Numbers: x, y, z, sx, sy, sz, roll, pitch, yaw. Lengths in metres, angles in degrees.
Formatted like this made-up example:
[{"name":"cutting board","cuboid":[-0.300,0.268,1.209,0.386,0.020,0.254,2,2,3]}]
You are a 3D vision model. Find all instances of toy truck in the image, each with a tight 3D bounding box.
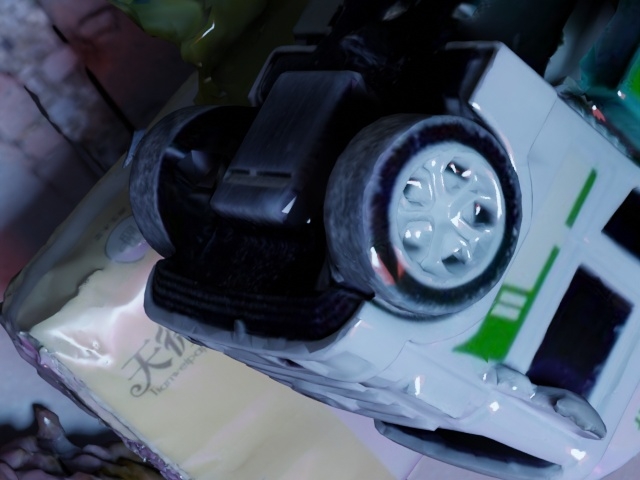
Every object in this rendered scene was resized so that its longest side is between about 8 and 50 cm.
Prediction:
[{"name":"toy truck","cuboid":[0.093,-0.093,0.631,0.178,0.176,0.363,39,73,-28]}]

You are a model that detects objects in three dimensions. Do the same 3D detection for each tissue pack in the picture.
[{"name":"tissue pack","cuboid":[0.000,0.000,0.841,0.256,0.123,0.215,-50,125,-9]}]

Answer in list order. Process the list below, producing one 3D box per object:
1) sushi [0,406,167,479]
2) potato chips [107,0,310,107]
[{"name":"sushi","cuboid":[-0.160,0.227,0.891,0.236,0.171,0.270,33,103,-37]},{"name":"potato chips","cuboid":[0.095,-0.177,0.757,0.358,0.070,0.429,40,75,-13]}]
